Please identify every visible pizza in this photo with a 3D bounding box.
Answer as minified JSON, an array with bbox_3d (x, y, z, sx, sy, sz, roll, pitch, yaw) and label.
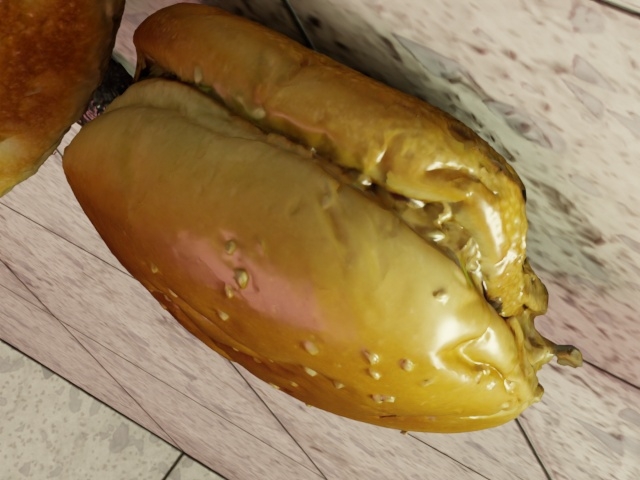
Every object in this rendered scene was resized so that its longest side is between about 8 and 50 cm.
[{"bbox_3d":[-0.249,-0.103,1.165,0.226,0.335,0.086,12,-133,-38],"label":"pizza"}]

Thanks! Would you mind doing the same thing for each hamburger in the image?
[{"bbox_3d":[0.000,0.000,1.125,0.314,0.170,0.290,28,171,23],"label":"hamburger"}]

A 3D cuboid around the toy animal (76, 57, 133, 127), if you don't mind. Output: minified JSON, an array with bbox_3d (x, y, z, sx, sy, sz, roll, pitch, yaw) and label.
[{"bbox_3d":[-0.166,-0.106,1.378,0.202,0.070,0.105,39,147,5],"label":"toy animal"}]
